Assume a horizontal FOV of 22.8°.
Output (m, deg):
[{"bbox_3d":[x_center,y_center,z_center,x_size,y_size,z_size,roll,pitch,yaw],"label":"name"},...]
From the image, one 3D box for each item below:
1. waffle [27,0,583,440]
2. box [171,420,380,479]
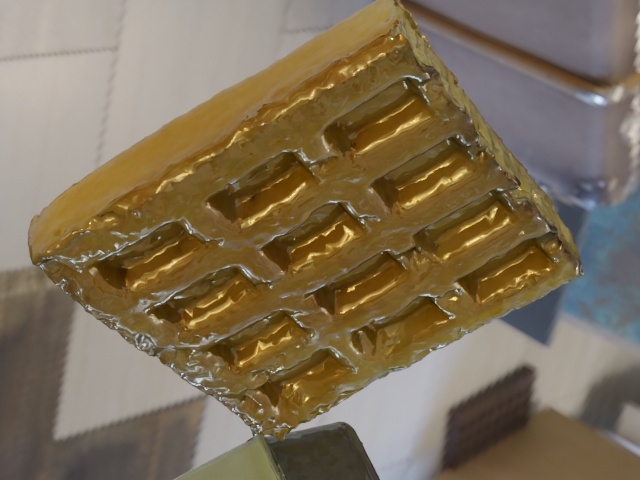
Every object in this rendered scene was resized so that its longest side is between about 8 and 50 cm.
[{"bbox_3d":[0.000,0.000,0.851,0.221,0.055,0.248,-29,141,14],"label":"waffle"},{"bbox_3d":[0.001,0.292,1.218,0.166,0.290,0.220,-22,138,-8],"label":"box"}]
